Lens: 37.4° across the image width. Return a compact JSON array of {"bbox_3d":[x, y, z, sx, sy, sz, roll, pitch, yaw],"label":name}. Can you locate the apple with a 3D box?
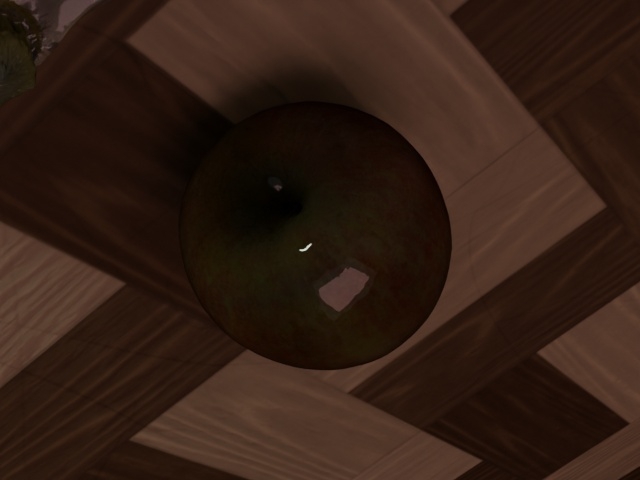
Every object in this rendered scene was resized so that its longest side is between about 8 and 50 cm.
[{"bbox_3d":[0.000,0.000,0.674,0.188,0.188,0.174,-30,146,6],"label":"apple"}]

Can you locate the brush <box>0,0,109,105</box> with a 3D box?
[{"bbox_3d":[-0.162,-0.122,0.552,0.313,0.067,0.072,-29,140,2],"label":"brush"}]
